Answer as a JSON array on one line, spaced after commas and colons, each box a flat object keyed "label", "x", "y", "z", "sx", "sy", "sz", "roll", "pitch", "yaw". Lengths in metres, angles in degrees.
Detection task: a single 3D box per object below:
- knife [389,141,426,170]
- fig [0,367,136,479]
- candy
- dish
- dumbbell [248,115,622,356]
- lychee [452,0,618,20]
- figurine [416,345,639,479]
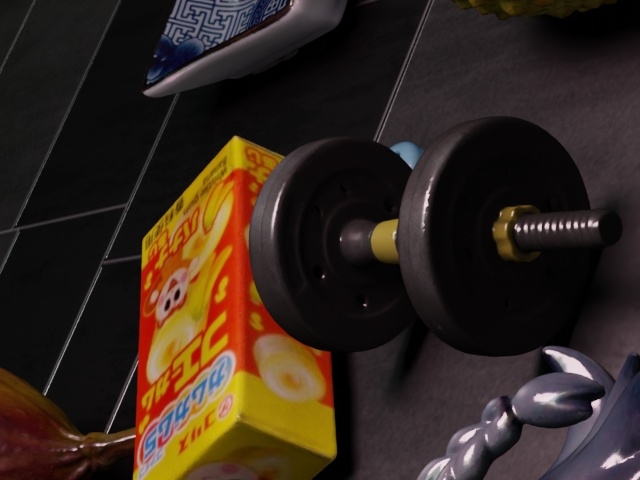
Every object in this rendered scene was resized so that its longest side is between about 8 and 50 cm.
[{"label": "knife", "x": 0.000, "y": 0.001, "z": 1.321, "sx": 0.244, "sy": 0.032, "sz": 0.058, "roll": -38, "pitch": 40, "yaw": 39}, {"label": "fig", "x": -0.240, "y": 0.171, "z": 1.376, "sx": 0.321, "sy": 0.217, "sz": 0.217, "roll": -21, "pitch": 41, "yaw": 22}, {"label": "candy", "x": -0.064, "y": 0.072, "z": 1.257, "sx": 0.146, "sy": 0.088, "sz": 0.276, "roll": -43, "pitch": 34, "yaw": 35}, {"label": "dish", "x": -0.046, "y": -0.218, "z": 1.556, "sx": 0.243, "sy": 0.080, "sz": 0.182, "roll": -22, "pitch": 44, "yaw": 50}, {"label": "dumbbell", "x": 0.061, "y": 0.000, "z": 1.087, "sx": 0.325, "sy": 0.143, "sz": 0.143, "roll": -3, "pitch": 59, "yaw": 52}, {"label": "lychee", "x": 0.155, "y": -0.283, "z": 1.123, "sx": 0.320, "sy": 0.270, "sz": 0.270, "roll": 108, "pitch": -174, "yaw": -73}, {"label": "figurine", "x": 0.124, "y": 0.163, "z": 0.821, "sx": 0.175, "sy": 0.197, "sz": 0.265, "roll": 78, "pitch": -144, "yaw": -78}]
